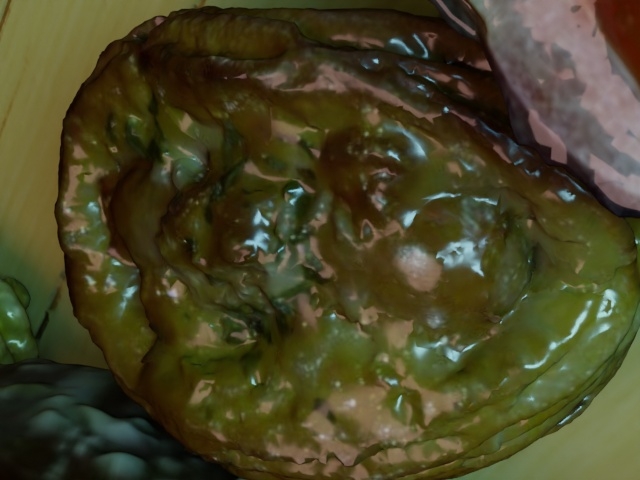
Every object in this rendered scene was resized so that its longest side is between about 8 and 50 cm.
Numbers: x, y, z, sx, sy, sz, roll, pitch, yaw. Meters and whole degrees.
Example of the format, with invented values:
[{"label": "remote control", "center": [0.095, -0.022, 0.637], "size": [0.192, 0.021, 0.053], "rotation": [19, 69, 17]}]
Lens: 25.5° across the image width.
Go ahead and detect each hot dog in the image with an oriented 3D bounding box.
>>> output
[{"label": "hot dog", "center": [0.000, 0.000, 0.572], "size": [0.272, 0.122, 0.196], "rotation": [8, 109, 42]}]

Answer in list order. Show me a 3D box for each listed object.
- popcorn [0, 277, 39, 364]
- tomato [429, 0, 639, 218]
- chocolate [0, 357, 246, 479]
[{"label": "popcorn", "center": [-0.262, 0.053, 0.845], "size": [0.195, 0.173, 0.168], "rotation": [48, 162, -6]}, {"label": "tomato", "center": [0.117, -0.124, 0.388], "size": [0.199, 0.112, 0.228], "rotation": [-36, 89, 41]}, {"label": "chocolate", "center": [-0.096, 0.173, 0.688], "size": [0.340, 0.210, 0.225], "rotation": [13, 117, 8]}]
